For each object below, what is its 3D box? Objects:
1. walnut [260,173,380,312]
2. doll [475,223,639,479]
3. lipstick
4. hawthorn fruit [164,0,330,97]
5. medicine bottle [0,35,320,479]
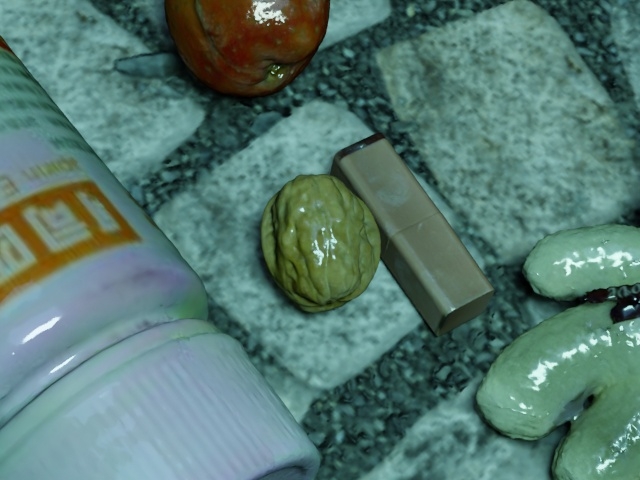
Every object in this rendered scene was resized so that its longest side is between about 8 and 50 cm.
[{"bbox_3d":[0.000,0.000,0.998,0.082,0.079,0.096,-7,70,-7],"label":"walnut"},{"bbox_3d":[0.240,0.055,0.976,0.278,0.149,0.175,-45,108,-12],"label":"doll"},{"bbox_3d":[0.063,-0.006,1.028,0.045,0.045,0.145,-26,68,-21],"label":"lipstick"},{"bbox_3d":[-0.049,-0.166,1.060,0.128,0.128,0.128,3,62,-6],"label":"hawthorn fruit"},{"bbox_3d":[-0.192,0.045,0.870,0.219,0.219,0.388,-33,71,-22],"label":"medicine bottle"}]
